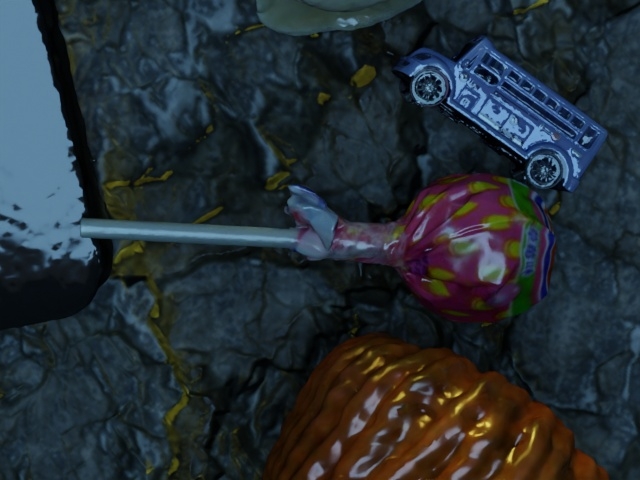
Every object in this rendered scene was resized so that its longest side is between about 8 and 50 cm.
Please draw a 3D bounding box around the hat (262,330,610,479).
[{"bbox_3d":[0.029,0.273,1.148,0.285,0.285,0.400,41,73,-5],"label":"hat"}]

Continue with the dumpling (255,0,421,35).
[{"bbox_3d":[0.044,-0.251,1.157,0.226,0.243,0.175,7,84,-7],"label":"dumpling"}]

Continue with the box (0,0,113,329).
[{"bbox_3d":[-0.357,-0.084,1.234,0.350,0.091,0.359,-12,97,1],"label":"box"}]

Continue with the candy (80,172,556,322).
[{"bbox_3d":[0.000,0.000,1.221,0.365,0.124,0.124,4,96,-6],"label":"candy"}]

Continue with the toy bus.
[{"bbox_3d":[0.138,-0.106,1.247,0.167,0.073,0.076,35,92,-8],"label":"toy bus"}]
